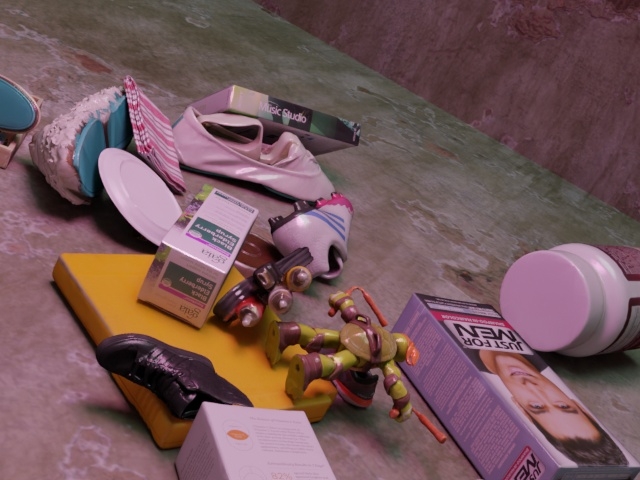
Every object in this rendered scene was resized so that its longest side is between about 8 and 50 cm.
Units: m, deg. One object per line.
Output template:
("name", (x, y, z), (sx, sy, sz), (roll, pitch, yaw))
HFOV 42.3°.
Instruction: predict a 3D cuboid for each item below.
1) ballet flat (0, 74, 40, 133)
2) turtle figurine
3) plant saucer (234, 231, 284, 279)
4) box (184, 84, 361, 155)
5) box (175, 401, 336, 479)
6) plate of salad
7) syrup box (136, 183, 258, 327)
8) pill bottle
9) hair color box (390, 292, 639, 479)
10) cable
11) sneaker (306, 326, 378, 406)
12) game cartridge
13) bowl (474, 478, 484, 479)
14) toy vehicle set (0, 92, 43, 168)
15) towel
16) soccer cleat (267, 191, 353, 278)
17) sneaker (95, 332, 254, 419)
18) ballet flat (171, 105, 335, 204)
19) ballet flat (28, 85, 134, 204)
("ballet flat", (-0.557, -0.239, 1.330), (0.248, 0.086, 0.086), (25, 22, -2))
("turtle figurine", (0.051, 0.154, 1.092), (0.217, 0.087, 0.269), (-1, 48, -33))
("plant saucer", (-0.125, 0.023, 1.388), (0.168, 0.029, 0.168), (22, 23, -10))
("box", (-0.107, -0.251, 1.807), (0.322, 0.058, 0.232), (10, -9, -33))
("box", (-0.061, 0.262, 0.857), (0.130, 0.091, 0.170), (13, 27, -30))
("plate of salad", (-0.288, -0.062, 1.329), (0.200, 0.048, 0.200), (49, 17, -21))
("syrup box", (-0.163, 0.015, 1.150), (0.093, 0.096, 0.237), (26, 22, -4))
("pill bottle", (0.544, 0.118, 1.660), (0.392, 0.224, 0.224), (3, 32, -45))
("hair color box", (0.274, 0.240, 1.243), (0.185, 0.113, 0.374), (10, 28, -35))
("cable", (-0.066, 0.071, 1.176), (0.072, 0.139, 0.287), (55, 5, 2))
("sneaker", (0.031, 0.167, 1.195), (0.061, 0.065, 0.158), (-4, 38, -50))
("game cartridge", (-0.163, 0.130, 1.096), (0.285, 0.052, 0.323), (3, 35, -45))
("bowl", (0.199, 0.380, 0.769), (0.298, 0.134, 0.298), (47, 4, -5))
("toy vehicle set", (-0.577, -0.214, 1.394), (0.166, 0.035, 0.267), (20, 23, -16))
("towel", (-0.297, -0.193, 1.503), (0.144, 0.029, 0.197), (53, 15, -55))
("soccer cleat", (0.000, 0.000, 1.501), (0.143, 0.116, 0.331), (61, 18, 2))
("sneaker", (-0.161, 0.157, 0.914), (0.170, 0.051, 0.089), (19, 21, -29))
("ballet flat", (-0.119, -0.174, 1.687), (0.400, 0.139, 0.139), (14, 26, -28))
("ballet flat", (-0.406, -0.158, 1.385), (0.147, 0.147, 0.409), (23, 20, -8))
